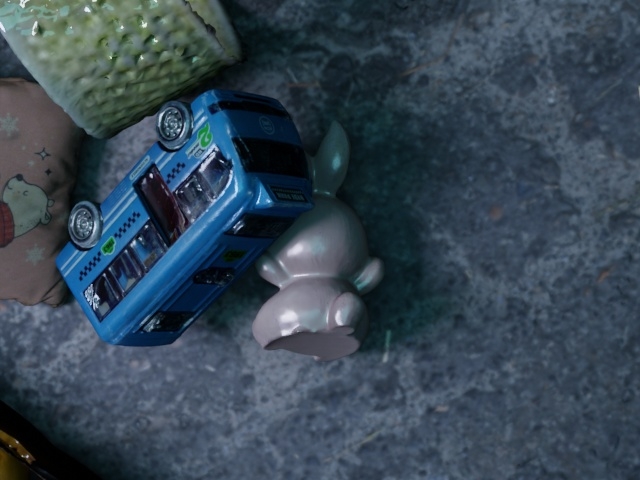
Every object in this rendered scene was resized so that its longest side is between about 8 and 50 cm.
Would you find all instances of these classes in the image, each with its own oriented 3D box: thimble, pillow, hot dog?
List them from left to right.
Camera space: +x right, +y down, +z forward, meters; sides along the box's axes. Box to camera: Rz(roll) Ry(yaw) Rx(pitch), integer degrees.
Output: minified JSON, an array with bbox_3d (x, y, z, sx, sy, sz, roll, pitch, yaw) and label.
[{"bbox_3d":[-0.357,0.187,1.435,0.326,0.194,0.107,35,89,16],"label":"hot dog"},{"bbox_3d":[-0.334,-0.050,1.457,0.223,0.084,0.236,7,102,-19],"label":"pillow"},{"bbox_3d":[-0.194,-0.235,1.372,0.150,0.271,0.271,-30,89,7],"label":"thimble"}]

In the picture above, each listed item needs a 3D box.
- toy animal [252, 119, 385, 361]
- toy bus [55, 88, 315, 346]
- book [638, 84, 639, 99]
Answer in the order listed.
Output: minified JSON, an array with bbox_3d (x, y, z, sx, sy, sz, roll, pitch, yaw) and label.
[{"bbox_3d":[-0.001,0.000,1.450,0.124,0.124,0.212,0,74,5],"label":"toy animal"},{"bbox_3d":[-0.118,-0.018,1.395,0.246,0.113,0.134,-44,61,28],"label":"toy bus"},{"bbox_3d":[0.366,-0.068,1.453,0.118,0.012,0.172,-7,92,5],"label":"book"}]
